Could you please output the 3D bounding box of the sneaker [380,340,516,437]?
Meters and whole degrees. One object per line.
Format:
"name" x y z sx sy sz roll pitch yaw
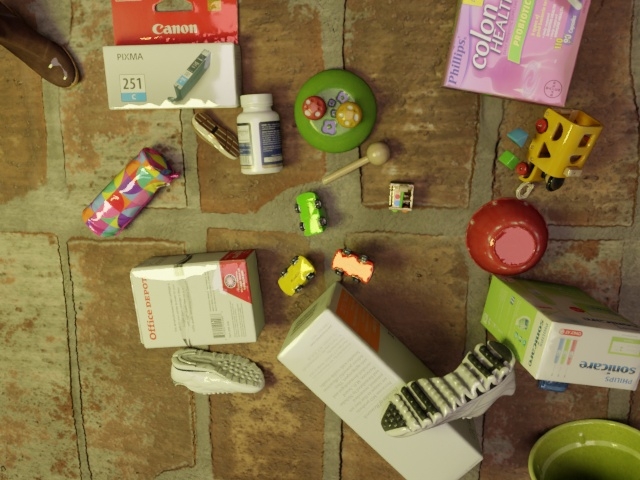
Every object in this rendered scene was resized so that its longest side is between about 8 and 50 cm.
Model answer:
"sneaker" 0.259 0.317 1.223 0.292 0.110 0.118 -27 125 -1

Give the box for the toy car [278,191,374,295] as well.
"toy car" 0.000 0.000 1.409 0.239 0.053 0.224 -12 91 25

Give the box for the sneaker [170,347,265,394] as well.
"sneaker" -0.249 0.334 1.517 0.235 0.090 0.094 13 116 8

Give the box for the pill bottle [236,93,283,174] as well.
"pill bottle" -0.134 -0.234 1.366 0.094 0.094 0.169 -2 102 7

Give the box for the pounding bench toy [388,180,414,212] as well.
"pounding bench toy" 0.177 -0.093 1.363 0.052 0.083 0.065 4 102 6

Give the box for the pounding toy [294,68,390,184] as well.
"pounding toy" 0.037 -0.250 1.333 0.183 0.110 0.236 -20 98 11

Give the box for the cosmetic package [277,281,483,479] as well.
"cosmetic package" 0.134 0.322 1.383 0.453 0.230 0.161 44 103 -4

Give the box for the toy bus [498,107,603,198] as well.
"toy bus" 0.482 -0.167 1.259 0.191 0.104 0.202 -39 135 4

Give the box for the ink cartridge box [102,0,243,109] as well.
"ink cartridge box" -0.325 -0.422 1.365 0.297 0.066 0.261 0 103 7

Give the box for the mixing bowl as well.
"mixing bowl" 0.411 0.002 1.348 0.182 0.098 0.181 1 101 7

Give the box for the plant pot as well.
"plant pot" 0.626 0.588 1.381 0.276 0.276 0.253 -14 111 10

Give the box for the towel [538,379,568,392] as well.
"towel" 0.545 0.290 1.428 0.067 0.029 0.119 9 103 4

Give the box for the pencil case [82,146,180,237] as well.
"pencil case" -0.439 -0.107 1.431 0.236 0.104 0.104 -40 95 14

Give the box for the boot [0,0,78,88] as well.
"boot" -0.658 -0.422 1.332 0.248 0.207 0.090 45 104 -4

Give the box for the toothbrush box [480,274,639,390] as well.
"toothbrush box" 0.482 0.178 1.262 0.206 0.283 0.122 9 104 -8

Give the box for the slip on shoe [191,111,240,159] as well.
"slip on shoe" -0.238 -0.231 1.409 0.135 0.051 0.041 39 144 -10

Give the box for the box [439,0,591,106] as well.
"box" 0.385 -0.396 1.256 0.243 0.117 0.213 12 103 5

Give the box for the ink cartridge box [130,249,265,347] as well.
"ink cartridge box" -0.282 0.135 1.453 0.273 0.114 0.196 -4 102 7
